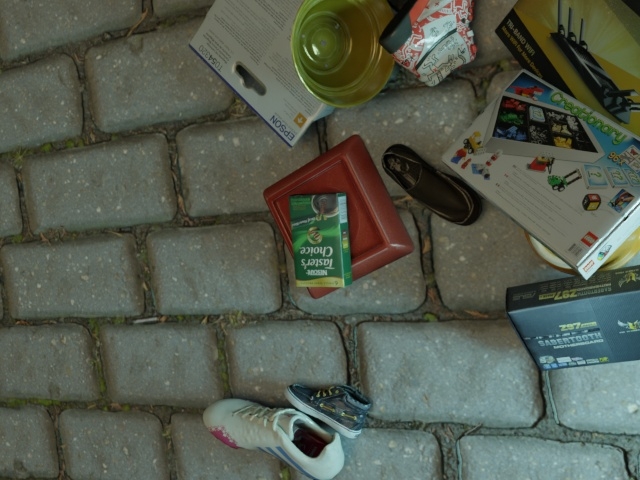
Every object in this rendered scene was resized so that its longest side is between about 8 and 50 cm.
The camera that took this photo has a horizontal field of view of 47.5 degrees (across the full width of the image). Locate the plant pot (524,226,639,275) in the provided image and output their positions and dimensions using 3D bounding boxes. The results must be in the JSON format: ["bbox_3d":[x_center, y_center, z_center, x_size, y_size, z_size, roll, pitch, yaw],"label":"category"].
[{"bbox_3d":[0.414,-0.034,1.163,0.205,0.188,0.205,5,100,28],"label":"plant pot"}]

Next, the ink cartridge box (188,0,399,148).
[{"bbox_3d":[-0.057,-0.409,1.422,0.324,0.071,0.330,46,116,11],"label":"ink cartridge box"}]

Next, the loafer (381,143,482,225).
[{"bbox_3d":[0.192,-0.097,1.333,0.220,0.078,0.080,35,112,19],"label":"loafer"}]

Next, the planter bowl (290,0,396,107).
[{"bbox_3d":[0.024,-0.346,1.280,0.090,0.217,0.217,25,112,56],"label":"planter bowl"}]

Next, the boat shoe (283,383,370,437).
[{"bbox_3d":[0.016,0.327,1.508,0.183,0.065,0.083,27,104,18],"label":"boat shoe"}]

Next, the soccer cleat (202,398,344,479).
[{"bbox_3d":[-0.099,0.389,1.531,0.331,0.116,0.143,18,135,18],"label":"soccer cleat"}]

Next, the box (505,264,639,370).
[{"bbox_3d":[0.443,0.132,1.191,0.232,0.059,0.183,-13,132,28],"label":"box"}]

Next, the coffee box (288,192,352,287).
[{"bbox_3d":[0.000,0.000,1.419,0.113,0.040,0.184,0,98,28],"label":"coffee box"}]

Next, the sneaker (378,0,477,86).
[{"bbox_3d":[0.235,-0.399,1.267,0.145,0.090,0.270,39,89,-20],"label":"sneaker"}]

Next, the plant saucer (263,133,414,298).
[{"bbox_3d":[0.020,-0.040,1.453,0.259,0.047,0.258,-28,84,29],"label":"plant saucer"}]

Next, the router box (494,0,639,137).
[{"bbox_3d":[0.438,-0.297,1.095,0.309,0.081,0.243,59,142,19],"label":"router box"}]

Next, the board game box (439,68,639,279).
[{"bbox_3d":[0.341,-0.108,1.069,0.193,0.053,0.305,-47,48,7],"label":"board game box"}]
